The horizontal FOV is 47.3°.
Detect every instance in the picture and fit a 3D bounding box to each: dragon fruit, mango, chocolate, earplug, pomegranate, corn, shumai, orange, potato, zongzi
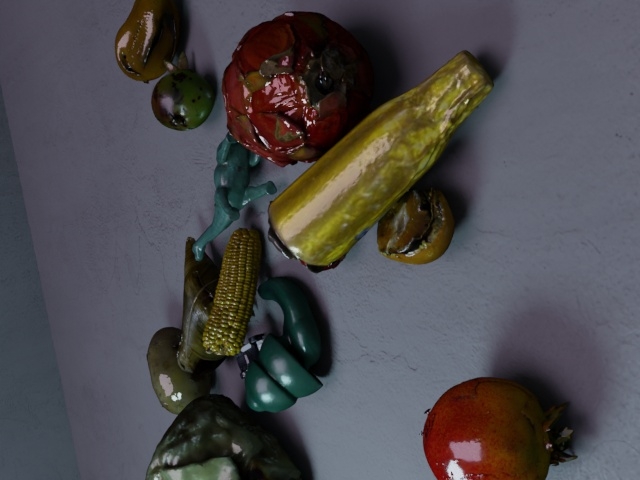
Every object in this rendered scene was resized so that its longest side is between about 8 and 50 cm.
[{"bbox_3d":[-0.040,-0.273,1.317,0.342,0.277,0.278,-16,87,58],"label":"dragon fruit"},{"bbox_3d":[-0.434,-0.522,1.846,0.151,0.156,0.249,-88,16,-56],"label":"mango"},{"bbox_3d":[0.101,-0.130,1.217,0.445,0.162,0.162,-41,67,28],"label":"chocolate"},{"bbox_3d":[-0.093,0.238,1.621,0.257,0.280,0.164,35,171,9],"label":"earplug"},{"bbox_3d":[0.279,0.316,1.159,0.235,0.210,0.210,-10,93,12],"label":"pomegranate"},{"bbox_3d":[-0.196,0.115,1.699,0.102,0.102,0.313,0,74,51],"label":"corn"},{"bbox_3d":[-0.201,0.590,1.775,0.348,0.395,0.395,7,106,28],"label":"shumai"},{"bbox_3d":[-0.347,-0.363,1.782,0.156,0.156,0.220,-53,55,44],"label":"pomegranate"},{"bbox_3d":[0.170,-0.021,1.257,0.112,0.170,0.160,33,130,-11],"label":"orange"},{"bbox_3d":[-0.403,0.358,2.037,0.262,0.165,0.165,58,138,26],"label":"potato"},{"bbox_3d":[-0.318,0.173,1.899,0.288,0.134,0.286,54,130,27],"label":"zongzi"}]

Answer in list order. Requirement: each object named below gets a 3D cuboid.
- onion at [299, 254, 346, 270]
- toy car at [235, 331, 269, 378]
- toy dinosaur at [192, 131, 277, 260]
[{"bbox_3d":[0.000,0.000,1.468,0.131,0.131,0.131,18,114,48],"label":"onion"},{"bbox_3d":[-0.150,0.275,1.773,0.170,0.070,0.080,-37,71,51],"label":"toy car"},{"bbox_3d":[-0.226,-0.153,1.722,0.331,0.129,0.384,-12,71,61],"label":"toy dinosaur"}]
